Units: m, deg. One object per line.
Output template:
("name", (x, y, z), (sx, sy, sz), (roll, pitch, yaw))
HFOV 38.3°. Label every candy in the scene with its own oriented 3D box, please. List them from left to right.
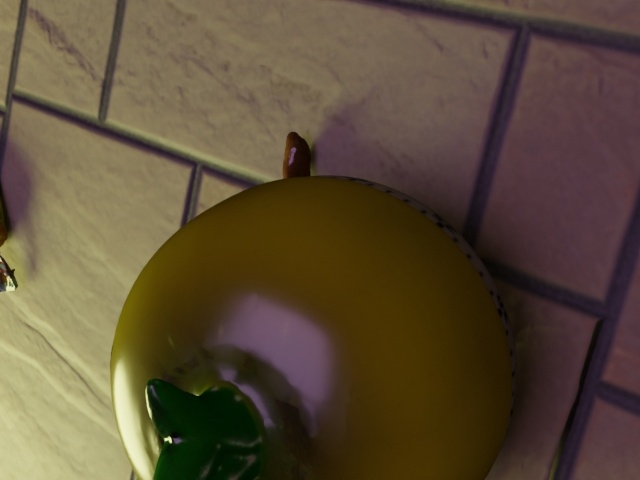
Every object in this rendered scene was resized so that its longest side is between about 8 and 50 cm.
("candy", (-0.365, -0.028, 0.985), (0.053, 0.046, 0.182), (-26, 74, 33))

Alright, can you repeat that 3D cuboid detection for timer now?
("timer", (-0.025, 0.097, 0.570), (0.285, 0.285, 0.285), (2, 93, 37))

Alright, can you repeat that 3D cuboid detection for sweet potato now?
("sweet potato", (-0.002, 0.000, 0.714), (0.044, 0.044, 0.179), (-32, 74, 34))
